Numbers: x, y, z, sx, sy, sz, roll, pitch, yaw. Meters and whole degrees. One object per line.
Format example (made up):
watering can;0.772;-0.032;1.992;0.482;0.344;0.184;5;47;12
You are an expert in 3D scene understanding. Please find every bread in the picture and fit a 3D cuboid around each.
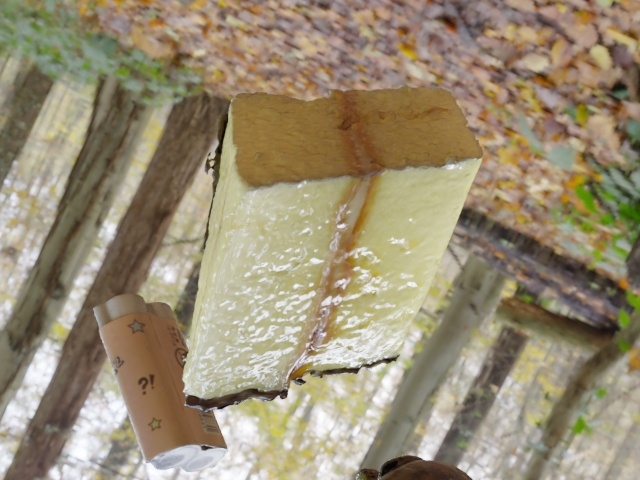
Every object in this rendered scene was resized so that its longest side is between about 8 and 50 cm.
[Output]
bread;0.000;0.000;1.231;0.346;0.405;0.242;5;-153;-17

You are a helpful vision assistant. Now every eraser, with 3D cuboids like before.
eraser;-0.259;0.232;1.495;0.171;0.087;0.290;29;-151;-56

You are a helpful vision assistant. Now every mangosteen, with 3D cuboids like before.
mangosteen;0.144;0.444;1.412;0.231;0.231;0.289;25;176;-22
